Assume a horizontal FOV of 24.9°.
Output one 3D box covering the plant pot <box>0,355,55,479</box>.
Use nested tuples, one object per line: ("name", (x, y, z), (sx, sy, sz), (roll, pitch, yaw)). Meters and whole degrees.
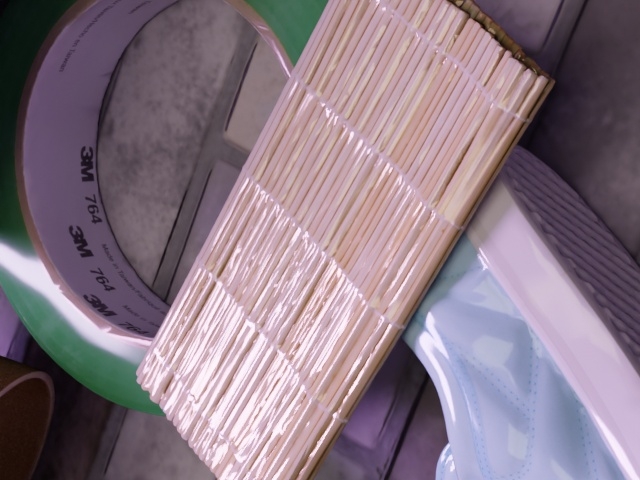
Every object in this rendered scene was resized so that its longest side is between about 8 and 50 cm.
("plant pot", (-0.350, 0.135, 0.979), (0.254, 0.237, 0.237), (28, 109, 7))

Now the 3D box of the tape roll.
("tape roll", (-0.083, -0.052, 0.931), (0.321, 0.077, 0.321), (3, 95, 33))

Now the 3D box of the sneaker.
("sneaker", (0.149, 0.129, 0.774), (0.150, 0.135, 0.366), (-44, 60, 29))

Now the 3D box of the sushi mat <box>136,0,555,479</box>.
("sushi mat", (0.000, 0.000, 0.813), (0.151, 0.019, 0.316), (45, 116, 35))
